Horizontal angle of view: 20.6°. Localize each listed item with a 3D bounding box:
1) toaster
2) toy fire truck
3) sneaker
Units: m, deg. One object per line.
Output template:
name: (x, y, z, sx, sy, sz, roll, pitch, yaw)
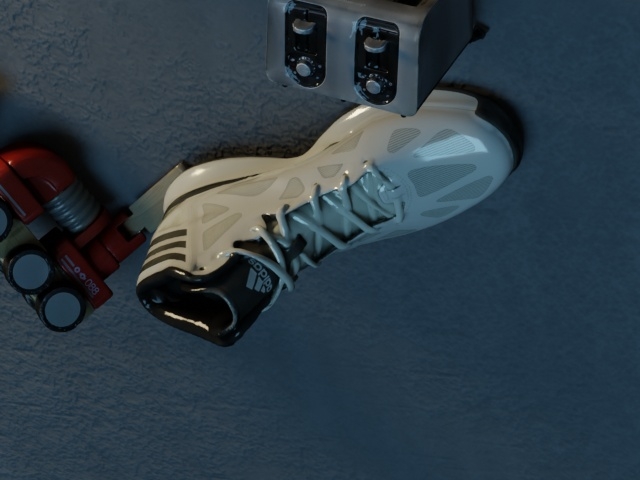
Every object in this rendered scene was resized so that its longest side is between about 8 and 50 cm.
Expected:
toaster: (0.057, -0.221, 1.737, 0.168, 0.185, 0.110, 17, 133, 20)
toy fire truck: (-0.284, -0.038, 2.096, 0.217, 0.246, 0.158, 53, 171, -22)
sneaker: (0.000, 0.001, 1.880, 0.447, 0.257, 0.169, -17, 121, 26)
